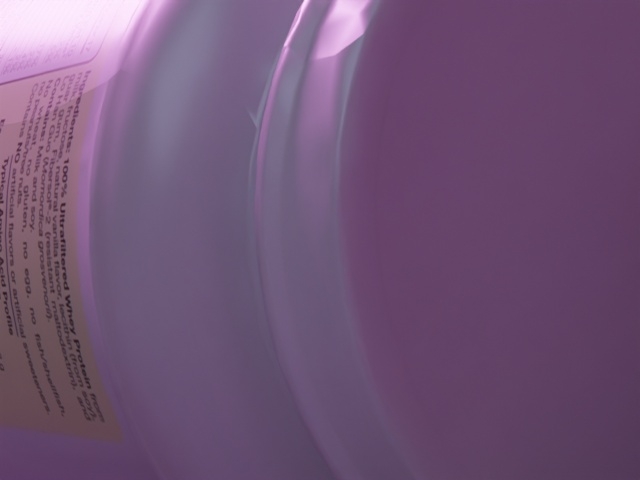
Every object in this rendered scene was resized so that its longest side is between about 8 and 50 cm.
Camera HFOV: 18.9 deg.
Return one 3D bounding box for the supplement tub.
[{"bbox_3d":[0.000,0.000,0.612,0.325,0.235,0.235,-4,49,57],"label":"supplement tub"}]
